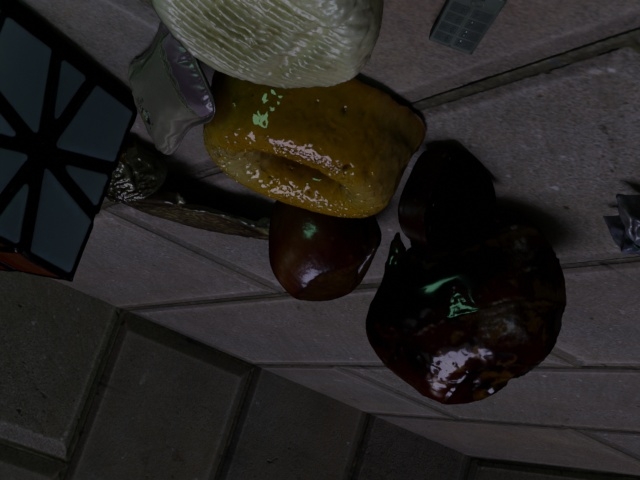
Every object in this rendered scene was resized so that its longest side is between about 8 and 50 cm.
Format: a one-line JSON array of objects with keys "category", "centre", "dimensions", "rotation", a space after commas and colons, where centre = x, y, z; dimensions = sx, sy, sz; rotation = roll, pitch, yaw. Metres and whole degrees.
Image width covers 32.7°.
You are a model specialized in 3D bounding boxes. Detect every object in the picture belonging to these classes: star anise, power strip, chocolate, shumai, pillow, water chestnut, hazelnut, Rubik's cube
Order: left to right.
[{"category": "Rubik's cube", "centre": [-0.460, -0.135, 1.437], "dimensions": [0.284, 0.288, 0.293], "rotation": [8, 163, 32]}, {"category": "shumai", "centre": [-0.304, -0.118, 1.681], "dimensions": [0.124, 0.099, 0.087], "rotation": [7, 142, 36]}, {"category": "pillow", "centre": [-0.186, -0.183, 1.326], "dimensions": [0.130, 0.038, 0.233], "rotation": [64, 153, -3]}, {"category": "hazelnut", "centre": [0.000, 0.000, 1.613], "dimensions": [0.178, 0.177, 0.204], "rotation": [11, -168, 23]}, {"category": "chocolate", "centre": [0.144, -0.053, 1.357], "dimensions": [0.080, 0.149, 0.125], "rotation": [3, 121, 42]}, {"category": "water chestnut", "centre": [0.198, 0.081, 1.511], "dimensions": [0.244, 0.289, 0.289], "rotation": [33, 160, -15]}, {"category": "power strip", "centre": [0.139, -0.215, 1.020], "dimensions": [0.051, 0.019, 0.136], "rotation": [21, 163, -3]}, {"category": "star anise", "centre": [0.437, -0.003, 1.288], "dimensions": [0.230, 0.081, 0.262], "rotation": [20, 169, 31]}]

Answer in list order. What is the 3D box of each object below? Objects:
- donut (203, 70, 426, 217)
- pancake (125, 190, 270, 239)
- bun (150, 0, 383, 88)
[{"category": "donut", "centre": [-0.018, -0.117, 1.336], "dimensions": [0.278, 0.108, 0.277], "rotation": [17, 164, 5]}, {"category": "pancake", "centre": [-0.200, -0.044, 1.805], "dimensions": [0.288, 0.033, 0.286], "rotation": [11, 173, 15]}, {"category": "bun", "centre": [-0.043, -0.234, 0.950], "dimensions": [0.221, 0.134, 0.220], "rotation": [15, 156, 7]}]
